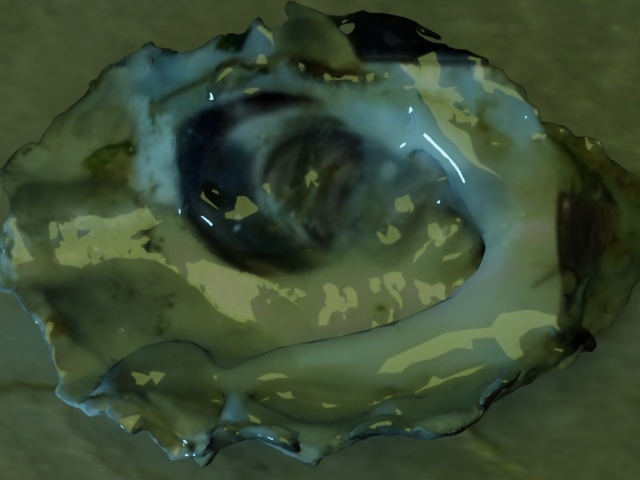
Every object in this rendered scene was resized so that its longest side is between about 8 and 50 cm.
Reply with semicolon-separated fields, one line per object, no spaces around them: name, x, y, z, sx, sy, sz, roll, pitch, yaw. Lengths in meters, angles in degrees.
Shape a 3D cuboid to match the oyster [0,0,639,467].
oyster;0.000;0.001;0.719;0.351;0.115;0.238;-3;72;4
